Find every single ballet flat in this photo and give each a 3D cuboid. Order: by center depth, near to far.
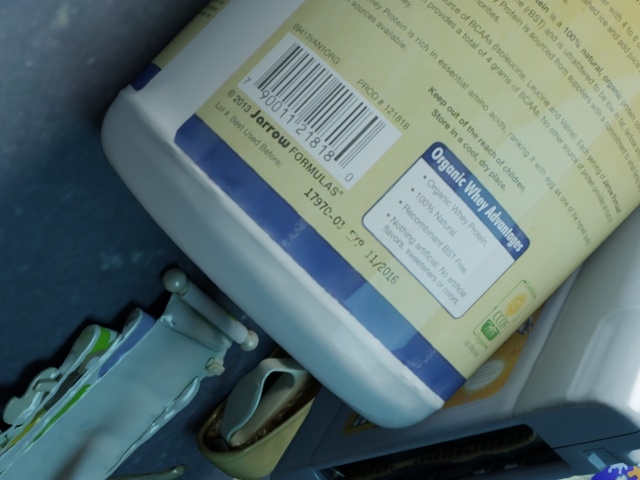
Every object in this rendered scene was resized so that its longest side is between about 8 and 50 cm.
[{"bbox_3d":[-0.007,0.096,0.878,0.232,0.080,0.073,-50,140,7],"label":"ballet flat"}]

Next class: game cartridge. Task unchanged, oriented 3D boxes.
[{"bbox_3d":[0.101,0.058,0.657,0.297,0.062,0.198,-27,-153,51],"label":"game cartridge"}]

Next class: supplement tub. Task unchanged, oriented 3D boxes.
[{"bbox_3d":[0.070,-0.087,0.578,0.316,0.228,0.228,-45,152,-1],"label":"supplement tub"}]

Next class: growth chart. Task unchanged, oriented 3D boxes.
[{"bbox_3d":[-0.152,0.115,0.762,0.237,0.021,0.172,-42,151,-8],"label":"growth chart"}]

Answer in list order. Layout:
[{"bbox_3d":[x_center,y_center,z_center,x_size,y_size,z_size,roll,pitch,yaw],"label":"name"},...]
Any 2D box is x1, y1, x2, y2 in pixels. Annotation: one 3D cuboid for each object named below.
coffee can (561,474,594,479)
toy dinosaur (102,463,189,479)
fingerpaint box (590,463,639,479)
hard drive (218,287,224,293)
[{"bbox_3d":[0.175,0.162,1.071,0.275,0.201,0.201,-48,152,4],"label":"coffee can"},{"bbox_3d":[-0.208,0.231,0.772,0.268,0.064,0.118,-45,161,29],"label":"toy dinosaur"},{"bbox_3d":[0.314,0.250,1.194,0.445,0.371,0.163,-46,152,2],"label":"fingerpaint box"},{"bbox_3d":[0.000,0.000,0.745,0.135,0.094,0.022,-63,177,28],"label":"hard drive"}]
